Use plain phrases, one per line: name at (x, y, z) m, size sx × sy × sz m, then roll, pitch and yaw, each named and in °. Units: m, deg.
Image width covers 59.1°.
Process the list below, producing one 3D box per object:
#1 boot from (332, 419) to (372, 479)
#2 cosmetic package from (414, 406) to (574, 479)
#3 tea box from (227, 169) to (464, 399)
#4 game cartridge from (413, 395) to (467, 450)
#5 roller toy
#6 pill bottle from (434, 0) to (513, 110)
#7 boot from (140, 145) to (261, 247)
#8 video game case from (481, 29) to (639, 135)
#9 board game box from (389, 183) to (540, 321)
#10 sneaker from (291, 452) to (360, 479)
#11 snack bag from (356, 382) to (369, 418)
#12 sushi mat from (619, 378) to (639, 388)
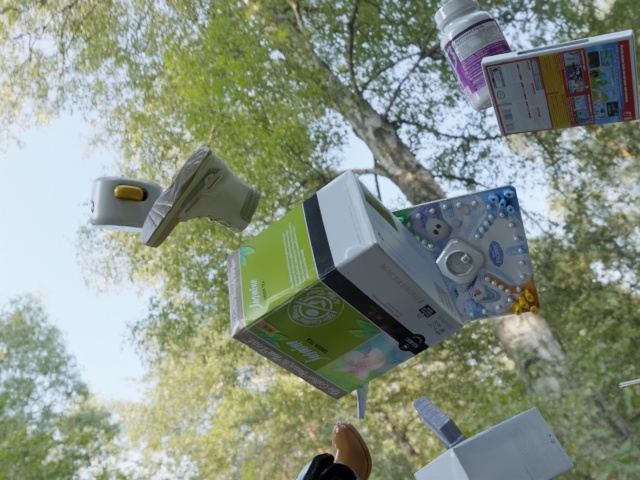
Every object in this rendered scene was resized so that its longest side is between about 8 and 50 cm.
boot at (0.021, 0.618, 1.418) m, size 0.220 × 0.109 × 0.283 m, roll -13°, pitch -78°, yaw -42°
cosmetic package at (0.349, 0.478, 1.173) m, size 0.224 × 0.138 × 0.224 m, roll -17°, pitch -29°, yaw -24°
tea box at (0.044, 0.102, 1.119) m, size 0.323 × 0.220 × 0.329 m, roll -35°, pitch -50°, yaw 20°
game cartridge at (0.415, 0.624, 1.619) m, size 0.068 × 0.230 × 0.355 m, roll -38°, pitch -84°, yaw -3°
roller toy at (-0.536, -0.104, 1.561) m, size 0.191 × 0.146 × 0.209 m, roll 1°, pitch -6°, yaw 20°
pill bottle at (0.447, -0.539, 1.613) m, size 0.169 × 0.302 × 0.169 m, roll -25°, pitch -6°, yaw -3°
boot at (-0.273, -0.059, 1.318) m, size 0.203 × 0.095 × 0.262 m, roll 39°, pitch -100°, yaw -39°
video game case at (0.504, -0.320, 1.189) m, size 0.285 × 0.025 × 0.204 m, roll -1°, pitch -41°, yaw 33°
board game box at (0.404, 0.068, 1.642) m, size 0.390 × 0.050 × 0.390 m, roll -12°, pitch -74°, yaw 18°
sneaker at (-0.016, 0.492, 0.924) m, size 0.257 × 0.169 × 0.447 m, roll -39°, pitch -24°, yaw -7°
snack bag at (0.128, 0.346, 1.838) m, size 0.037 × 0.323 × 0.343 m, roll -2°, pitch -64°, yaw 12°
sushi mat at (0.932, 0.327, 1.424) m, size 0.151 × 0.019 × 0.316 m, roll 4°, pitch -26°, yaw -36°
